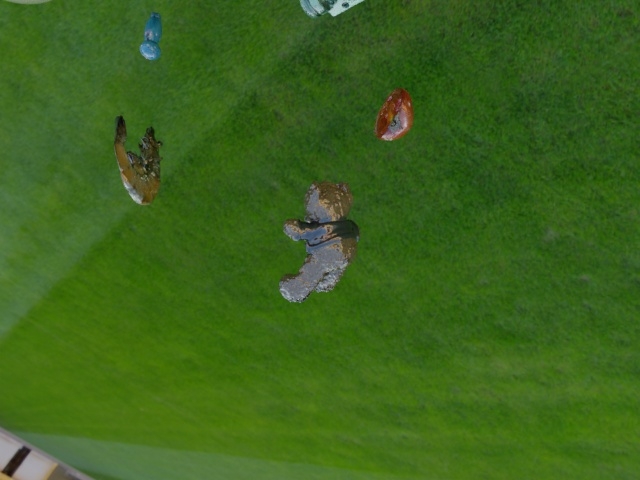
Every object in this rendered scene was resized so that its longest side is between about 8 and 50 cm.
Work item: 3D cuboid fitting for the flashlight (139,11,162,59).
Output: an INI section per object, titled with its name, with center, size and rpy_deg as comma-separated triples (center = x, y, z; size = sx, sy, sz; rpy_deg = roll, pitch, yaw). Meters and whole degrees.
[flashlight]
center = -0.420, -0.514, 1.269
size = 0.051, 0.129, 0.051
rpy_deg = 5, 163, 1

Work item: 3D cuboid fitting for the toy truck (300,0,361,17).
[toy truck]
center = -0.011, -0.582, 1.016
size = 0.155, 0.156, 0.278
rpy_deg = -13, 153, 37

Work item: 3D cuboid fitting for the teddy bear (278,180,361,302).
[teddy bear]
center = 0.015, 0.006, 1.021
size = 0.129, 0.182, 0.252
rpy_deg = 15, 103, 39

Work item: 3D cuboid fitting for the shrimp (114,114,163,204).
[shrimp]
center = -0.356, -0.172, 0.986
size = 0.051, 0.217, 0.150
rpy_deg = -15, 141, 7

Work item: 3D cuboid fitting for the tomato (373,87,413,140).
[tomato]
center = 0.236, -0.370, 1.511
size = 0.091, 0.139, 0.159
rpy_deg = 15, 124, -19

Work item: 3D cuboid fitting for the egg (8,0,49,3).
[egg]
center = -0.446, -0.456, 0.728
size = 0.254, 0.188, 0.189
rpy_deg = 58, 161, 34
